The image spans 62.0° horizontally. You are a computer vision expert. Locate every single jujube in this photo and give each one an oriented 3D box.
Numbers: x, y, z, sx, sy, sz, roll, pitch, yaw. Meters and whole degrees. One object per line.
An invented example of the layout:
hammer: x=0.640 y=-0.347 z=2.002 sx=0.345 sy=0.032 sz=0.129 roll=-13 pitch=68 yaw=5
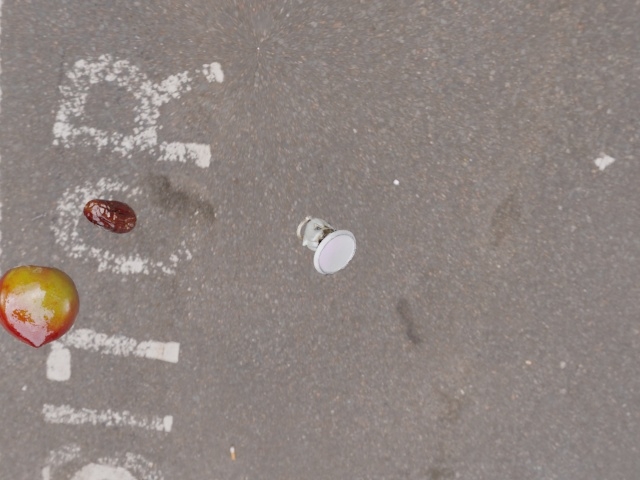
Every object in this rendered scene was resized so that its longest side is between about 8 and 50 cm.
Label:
jujube: x=-0.457 y=-0.055 z=1.160 sx=0.077 sy=0.129 sz=0.077 roll=-4 pitch=78 yaw=17

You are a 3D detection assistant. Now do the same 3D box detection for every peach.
peach: x=-0.676 y=0.160 z=1.278 sx=0.197 sy=0.197 sz=0.198 roll=-2 pitch=110 yaw=-6

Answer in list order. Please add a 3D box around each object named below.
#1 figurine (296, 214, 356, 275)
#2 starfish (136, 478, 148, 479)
figurine: x=0.000 y=0.000 z=1.378 sx=0.132 sy=0.153 sz=0.132 roll=-21 pitch=131 yaw=-27
starfish: x=-0.382 y=0.796 z=1.462 sx=0.431 sy=0.324 sz=0.083 roll=16 pitch=94 yaw=9
